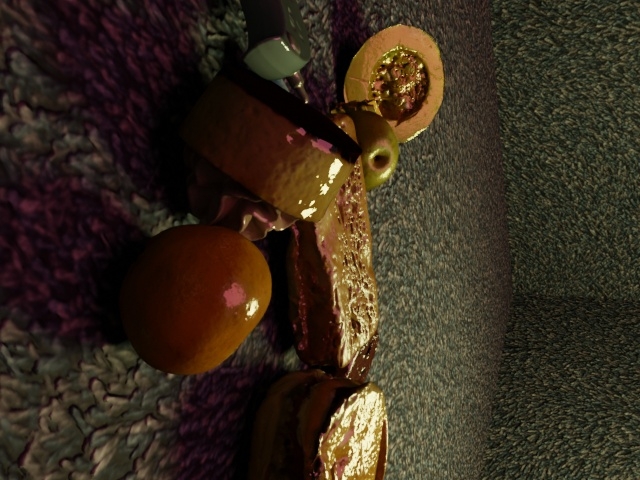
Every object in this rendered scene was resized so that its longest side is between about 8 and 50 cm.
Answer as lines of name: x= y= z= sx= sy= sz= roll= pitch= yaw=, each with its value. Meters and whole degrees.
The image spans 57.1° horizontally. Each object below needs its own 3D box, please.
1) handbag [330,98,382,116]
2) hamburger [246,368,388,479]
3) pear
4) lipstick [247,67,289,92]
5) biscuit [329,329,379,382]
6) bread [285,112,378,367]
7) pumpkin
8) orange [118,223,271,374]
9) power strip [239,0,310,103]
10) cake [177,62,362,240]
handbag: x=0.066 y=-0.223 z=1.045 sx=0.061 sy=0.083 sz=0.027 roll=57 pitch=41 yaw=-47
hamburger: x=-0.007 y=0.300 z=0.845 sx=0.244 sy=0.163 sz=0.245 roll=-20 pitch=114 yaw=-56
pear: x=0.057 y=-0.155 z=0.985 sx=0.104 sy=0.141 sz=0.141 roll=33 pitch=61 yaw=-43
lipstick: x=-0.046 y=-0.158 z=0.778 sx=0.158 sy=0.048 sz=0.048 roll=61 pitch=29 yaw=-1
biscuit: x=0.053 y=0.232 z=1.057 sx=0.192 sy=0.049 sz=0.192 roll=-50 pitch=151 yaw=-41
bread: x=0.000 y=0.000 z=0.900 sx=0.185 sy=0.109 sz=0.381 roll=-28 pitch=115 yaw=-53
pumpkin: x=0.132 y=-0.303 z=1.132 sx=0.110 sy=0.217 sz=0.217 roll=-129 pitch=-154 yaw=-63
orange: x=-0.128 y=0.054 z=0.593 sx=0.136 sy=0.159 sz=0.159 roll=39 pitch=41 yaw=-4
power strip: x=-0.068 y=-0.282 z=0.696 sx=0.253 sy=0.054 sz=0.167 roll=69 pitch=19 yaw=6
cake: x=-0.072 y=-0.078 z=0.676 sx=0.178 sy=0.185 sz=0.207 roll=-57 pitch=165 yaw=20
